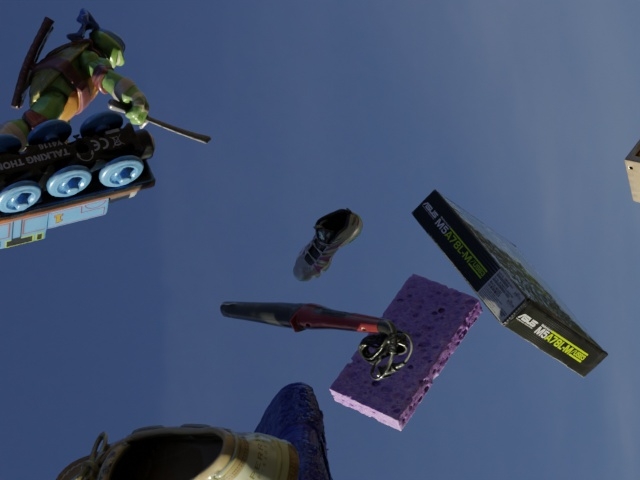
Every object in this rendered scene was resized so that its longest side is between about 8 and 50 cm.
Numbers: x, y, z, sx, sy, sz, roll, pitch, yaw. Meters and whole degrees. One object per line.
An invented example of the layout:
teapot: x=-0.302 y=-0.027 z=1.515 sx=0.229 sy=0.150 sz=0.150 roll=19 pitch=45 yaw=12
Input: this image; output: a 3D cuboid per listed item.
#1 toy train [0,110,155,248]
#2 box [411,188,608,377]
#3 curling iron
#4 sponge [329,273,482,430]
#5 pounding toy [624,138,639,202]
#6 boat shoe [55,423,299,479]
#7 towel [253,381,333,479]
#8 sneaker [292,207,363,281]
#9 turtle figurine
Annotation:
toy train: x=-0.241 y=-0.056 z=1.485 sx=0.080 sy=0.184 sz=0.105 roll=63 pitch=155 yaw=25
box: x=0.201 y=0.046 z=1.725 sx=0.184 sy=0.045 sz=0.190 roll=29 pitch=-161 yaw=-47
curling iron: x=-0.013 y=0.098 z=1.776 sx=0.035 sy=0.274 sz=0.068 roll=-10 pitch=-73 yaw=-49
sponge: x=0.115 y=0.146 z=2.168 sx=0.210 sy=0.117 sz=0.031 roll=-53 pitch=-40 yaw=-22
pounding toy: x=0.457 y=-0.121 z=2.037 sx=0.141 sy=0.130 sz=0.100 roll=-49 pitch=-43 yaw=-30
boat shoe: x=-0.148 y=0.203 z=1.413 sx=0.089 sy=0.285 sz=0.104 roll=33 pitch=-129 yaw=-39
towel: x=-0.054 y=0.295 z=1.622 sx=0.076 sy=0.227 sz=0.308 roll=30 pitch=-166 yaw=-12
sneaker: x=0.000 y=0.000 z=1.766 sx=0.038 sy=0.098 sz=0.069 roll=41 pitch=180 yaw=20
turtle figurine: x=-0.299 y=-0.125 z=2.024 sx=0.266 sy=0.198 sz=0.274 roll=-42 pitch=-49 yaw=-33
